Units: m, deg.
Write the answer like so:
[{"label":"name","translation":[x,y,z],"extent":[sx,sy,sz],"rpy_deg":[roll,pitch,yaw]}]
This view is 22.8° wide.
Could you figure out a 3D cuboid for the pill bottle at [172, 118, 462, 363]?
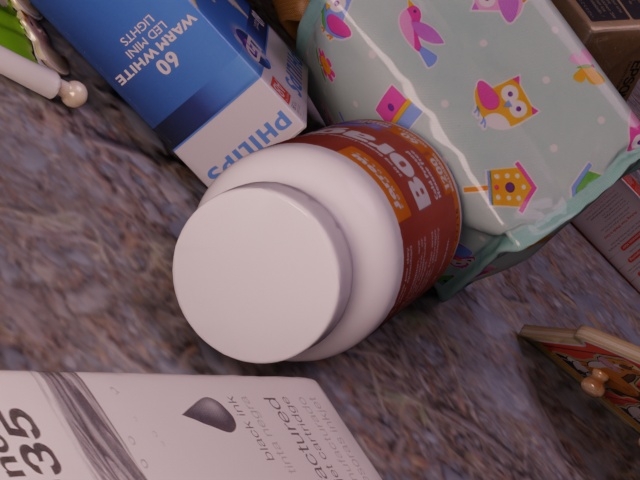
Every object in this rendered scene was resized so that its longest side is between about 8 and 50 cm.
[{"label":"pill bottle","translation":[0.000,0.000,0.899],"extent":[0.121,0.121,0.216],"rpy_deg":[48,20,5]}]

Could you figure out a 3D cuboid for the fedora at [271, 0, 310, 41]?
[{"label":"fedora","translation":[0.015,-0.210,1.336],"extent":[0.194,0.194,0.079],"rpy_deg":[10,78,-58]}]

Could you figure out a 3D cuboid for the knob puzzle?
[{"label":"knob puzzle","translation":[0.253,0.129,1.183],"extent":[0.213,0.030,0.213],"rpy_deg":[32,-14,9]}]

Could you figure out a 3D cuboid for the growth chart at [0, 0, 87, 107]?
[{"label":"growth chart","translation":[-0.229,-0.179,0.932],"extent":[0.172,0.021,0.237],"rpy_deg":[19,34,-54]}]

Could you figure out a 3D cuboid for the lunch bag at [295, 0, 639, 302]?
[{"label":"lunch bag","translation":[0.089,-0.084,1.117],"extent":[0.223,0.160,0.262],"rpy_deg":[54,-14,4]}]

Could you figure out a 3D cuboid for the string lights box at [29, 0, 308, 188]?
[{"label":"string lights box","translation":[-0.120,-0.160,0.987],"extent":[0.260,0.077,0.133],"rpy_deg":[46,15,-16]}]

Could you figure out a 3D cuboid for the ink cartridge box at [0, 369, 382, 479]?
[{"label":"ink cartridge box","translation":[-0.059,0.153,0.500],"extent":[0.207,0.117,0.283],"rpy_deg":[56,22,23]}]

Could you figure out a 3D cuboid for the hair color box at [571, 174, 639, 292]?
[{"label":"hair color box","translation":[0.314,-0.014,1.623],"extent":[0.141,0.072,0.043],"rpy_deg":[46,20,-3]}]

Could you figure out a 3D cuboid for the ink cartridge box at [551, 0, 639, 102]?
[{"label":"ink cartridge box","translation":[0.172,-0.156,1.363],"extent":[0.088,0.235,0.193],"rpy_deg":[-7,51,-27]}]
